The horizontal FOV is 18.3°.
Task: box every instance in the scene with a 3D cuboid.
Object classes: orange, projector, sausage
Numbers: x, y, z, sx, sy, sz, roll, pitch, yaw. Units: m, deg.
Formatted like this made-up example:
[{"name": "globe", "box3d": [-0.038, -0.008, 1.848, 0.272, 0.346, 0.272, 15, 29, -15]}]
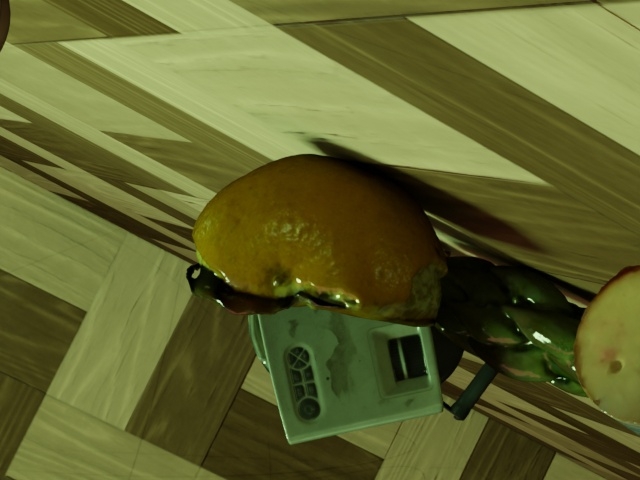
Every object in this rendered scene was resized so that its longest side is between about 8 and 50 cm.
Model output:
[{"name": "orange", "box3d": [0.000, 0.000, 1.268, 0.170, 0.112, 0.160, -11, -167, -35]}, {"name": "projector", "box3d": [0.017, 0.058, 1.372, 0.115, 0.147, 0.061, -12, 175, 3]}, {"name": "sausage", "box3d": [0.253, 0.103, 1.148, 0.093, 0.093, 0.312, 23, 174, 38]}]

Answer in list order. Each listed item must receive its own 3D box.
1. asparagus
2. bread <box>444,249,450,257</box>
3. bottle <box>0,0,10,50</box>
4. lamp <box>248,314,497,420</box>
[{"name": "asparagus", "box3d": [0.161, 0.067, 1.355, 0.287, 0.080, 0.080, 25, 175, 38]}, {"name": "bread", "box3d": [0.026, 0.006, 1.486, 0.187, 0.065, 0.103, 30, 173, -24]}, {"name": "bottle", "box3d": [-0.246, -0.146, 1.018, 0.110, 0.110, 0.233, 24, 176, 28]}, {"name": "lamp", "box3d": [0.048, 0.074, 1.787, 0.172, 0.147, 0.227, 39, -171, 27]}]
